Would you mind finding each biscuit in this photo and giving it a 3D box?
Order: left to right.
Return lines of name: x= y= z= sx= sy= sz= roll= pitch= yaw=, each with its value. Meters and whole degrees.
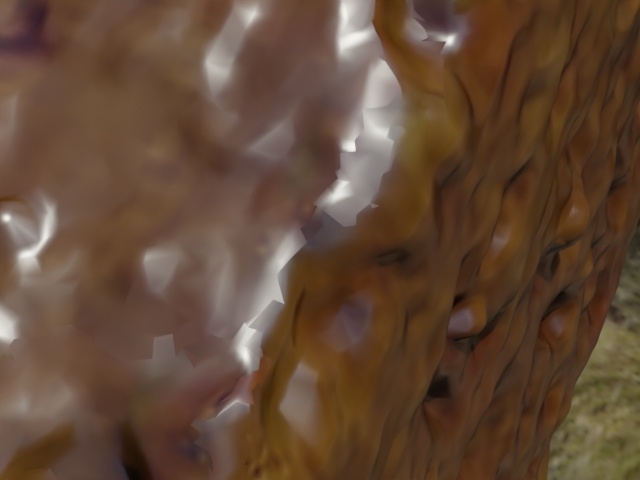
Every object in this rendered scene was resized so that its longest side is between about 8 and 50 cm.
biscuit: x=0.000 y=0.000 z=0.580 sx=0.166 sy=0.342 sz=0.395 roll=20 pitch=77 yaw=18
